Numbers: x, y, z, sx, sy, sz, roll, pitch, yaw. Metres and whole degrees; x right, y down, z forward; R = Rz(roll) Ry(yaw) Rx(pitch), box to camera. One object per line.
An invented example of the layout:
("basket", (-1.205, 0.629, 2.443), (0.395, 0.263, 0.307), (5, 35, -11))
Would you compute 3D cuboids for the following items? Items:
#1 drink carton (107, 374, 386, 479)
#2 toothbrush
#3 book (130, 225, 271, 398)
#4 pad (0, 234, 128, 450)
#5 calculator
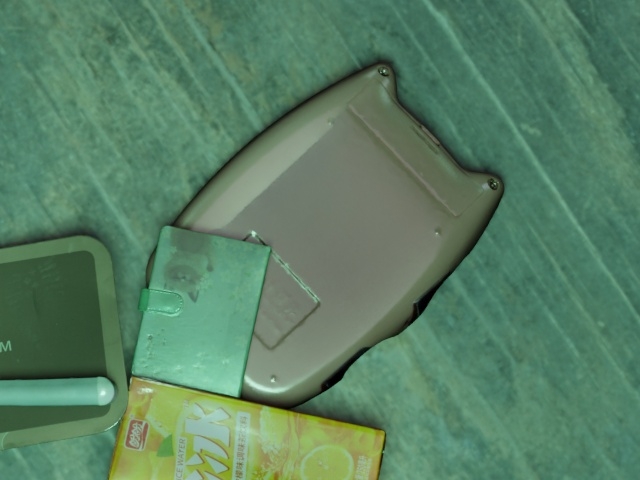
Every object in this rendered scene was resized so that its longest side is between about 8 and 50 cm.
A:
("drink carton", (-0.064, 0.188, 1.432), (0.223, 0.071, 0.096), (13, 75, -4))
("toothbrush", (-0.339, 0.131, 1.396), (0.342, 0.025, 0.030), (-4, 84, 3))
("book", (-0.106, 0.061, 1.451), (0.103, 0.017, 0.135), (12, 83, -1))
("pad", (-0.299, 0.095, 1.421), (0.266, 0.002, 0.176), (-10, 73, 2))
("calculator", (0.000, 0.000, 1.497), (0.329, 0.048, 0.220), (-44, 88, -12))
